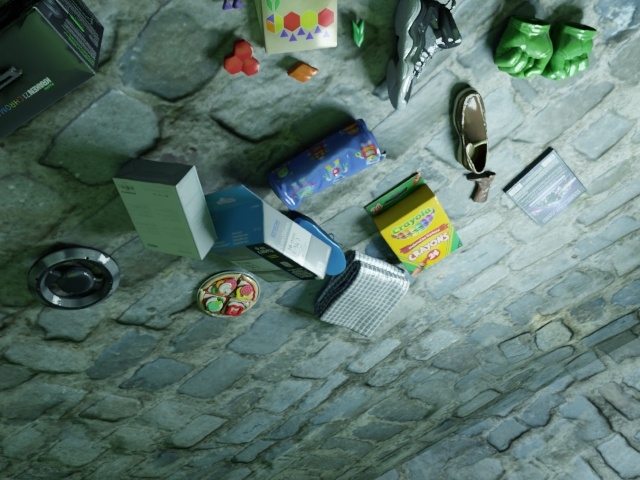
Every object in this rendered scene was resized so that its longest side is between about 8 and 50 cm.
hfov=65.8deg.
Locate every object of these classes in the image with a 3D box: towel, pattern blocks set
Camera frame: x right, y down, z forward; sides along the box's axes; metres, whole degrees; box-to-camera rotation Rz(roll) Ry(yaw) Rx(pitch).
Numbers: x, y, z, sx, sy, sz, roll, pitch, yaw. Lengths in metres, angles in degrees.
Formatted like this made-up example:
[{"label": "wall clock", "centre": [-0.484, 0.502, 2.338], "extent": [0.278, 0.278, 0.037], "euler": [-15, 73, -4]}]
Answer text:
[{"label": "towel", "centre": [0.136, 0.190, 1.673], "extent": [0.234, 0.121, 0.284], "euler": [19, 120, -31]}, {"label": "pattern blocks set", "centre": [-0.053, -0.493, 1.092], "extent": [0.324, 0.026, 0.286], "euler": [-4, 129, -16]}]

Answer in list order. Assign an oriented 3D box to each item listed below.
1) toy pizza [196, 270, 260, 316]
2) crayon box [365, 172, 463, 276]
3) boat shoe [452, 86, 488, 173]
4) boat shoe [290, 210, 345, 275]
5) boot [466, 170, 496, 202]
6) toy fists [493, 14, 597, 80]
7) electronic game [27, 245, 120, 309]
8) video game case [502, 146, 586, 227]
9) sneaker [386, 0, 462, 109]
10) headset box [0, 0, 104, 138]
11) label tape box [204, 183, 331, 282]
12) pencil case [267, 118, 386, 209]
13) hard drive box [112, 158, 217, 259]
[{"label": "toy pizza", "centre": [-0.289, 0.178, 1.567], "extent": [0.201, 0.032, 0.202], "euler": [-10, 131, -12]}, {"label": "crayon box", "centre": [0.301, -0.040, 1.566], "extent": [0.202, 0.081, 0.318], "euler": [-34, 131, 10]}, {"label": "boat shoe", "centre": [0.435, -0.300, 1.385], "extent": [0.095, 0.095, 0.258], "euler": [-23, 132, 0]}, {"label": "boat shoe", "centre": [0.000, 0.000, 1.488], "extent": [0.108, 0.089, 0.258], "euler": [-29, 129, 3]}, {"label": "boot", "centre": [0.496, -0.162, 1.568], "extent": [0.106, 0.037, 0.114], "euler": [-5, 135, -13]}, {"label": "toy fists", "centre": [0.583, -0.487, 1.283], "extent": [0.278, 0.096, 0.142], "euler": [-4, 131, -19]}, {"label": "electronic game", "centre": [-0.672, 0.107, 1.357], "extent": [0.229, 0.048, 0.229], "euler": [-16, 135, -17]}, {"label": "video game case", "centre": [0.756, -0.170, 1.661], "extent": [0.274, 0.026, 0.196], "euler": [30, 114, -37]}, {"label": "sneaker", "centre": [0.251, -0.445, 1.190], "extent": [0.152, 0.101, 0.269], "euler": [-6, 128, -12]}, {"label": "headset box", "centre": [-0.535, -0.326, 0.885], "extent": [0.246, 0.283, 0.131], "euler": [-30, 133, 7]}, {"label": "label tape box", "centre": [-0.171, -0.002, 1.325], "extent": [0.240, 0.106, 0.333], "euler": [-8, 147, 44]}, {"label": "pencil case", "centre": [0.014, -0.196, 1.305], "extent": [0.305, 0.119, 0.133], "euler": [-29, 141, 5]}, {"label": "hard drive box", "centre": [-0.379, -0.075, 1.227], "extent": [0.180, 0.089, 0.232], "euler": [10, 134, 18]}]
